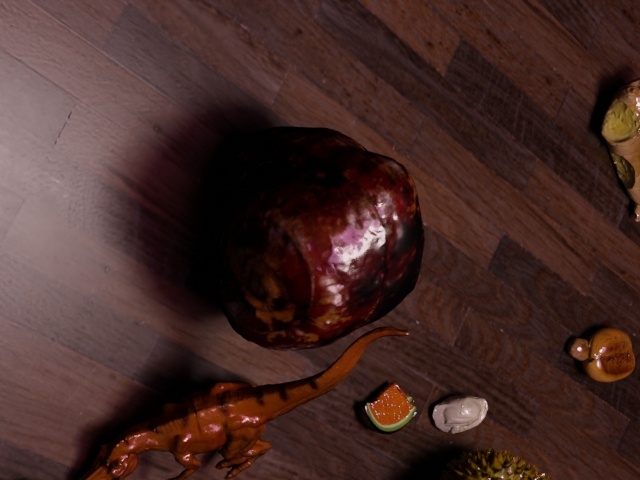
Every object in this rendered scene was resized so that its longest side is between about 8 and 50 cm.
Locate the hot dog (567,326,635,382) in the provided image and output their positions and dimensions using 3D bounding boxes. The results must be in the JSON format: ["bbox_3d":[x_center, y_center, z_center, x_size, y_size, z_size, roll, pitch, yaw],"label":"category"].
[{"bbox_3d":[0.455,0.185,2.288,0.140,0.060,0.089,-8,102,-48],"label":"hot dog"}]

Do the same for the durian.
[{"bbox_3d":[0.257,0.430,2.055,0.258,0.258,0.293,-35,111,-31],"label":"durian"}]

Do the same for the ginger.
[{"bbox_3d":[0.512,-0.139,2.245,0.131,0.086,0.294,-58,140,-27],"label":"ginger"}]

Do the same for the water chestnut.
[{"bbox_3d":[0.000,0.000,1.686,0.244,0.289,0.289,9,95,-14],"label":"water chestnut"}]

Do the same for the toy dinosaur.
[{"bbox_3d":[-0.086,0.204,1.716,0.432,0.097,0.208,-28,160,2],"label":"toy dinosaur"}]

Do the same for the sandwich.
[{"bbox_3d":[0.095,0.238,1.996,0.101,0.026,0.069,-30,115,-37],"label":"sandwich"}]

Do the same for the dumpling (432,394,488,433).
[{"bbox_3d":[0.206,0.257,2.079,0.076,0.052,0.057,-16,100,-49],"label":"dumpling"}]
